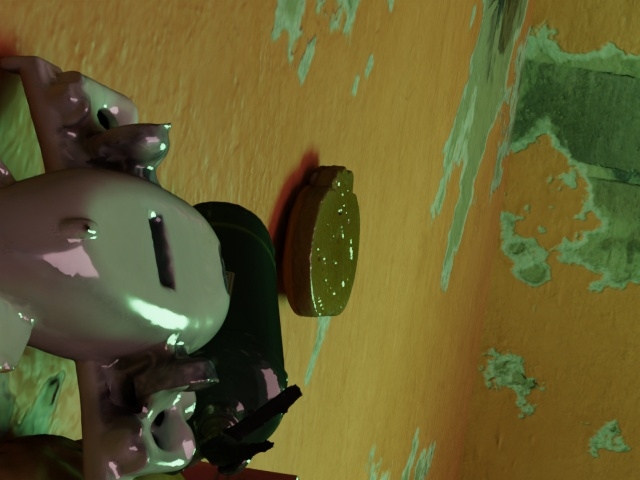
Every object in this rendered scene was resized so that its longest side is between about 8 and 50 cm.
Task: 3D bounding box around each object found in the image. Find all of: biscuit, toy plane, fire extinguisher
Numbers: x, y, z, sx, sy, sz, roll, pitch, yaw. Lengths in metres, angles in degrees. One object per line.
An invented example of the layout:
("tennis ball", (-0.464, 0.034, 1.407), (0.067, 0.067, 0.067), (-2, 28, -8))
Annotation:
("biscuit", (-0.004, 0.000, 1.295), (0.170, 0.050, 0.170), (5, 90, -73))
("toy plane", (-0.130, 0.017, 0.655), (0.245, 0.117, 0.244), (-16, 90, -72))
("fire extinguisher", (-0.068, 0.074, 0.822), (0.093, 0.118, 0.294), (51, 12, -23))

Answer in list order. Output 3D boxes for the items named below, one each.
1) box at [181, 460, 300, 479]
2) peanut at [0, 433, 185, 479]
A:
("box", (-0.067, 0.255, 1.157), (0.156, 0.111, 0.060), (77, 23, -62))
("peanut", (-0.148, 0.189, 0.749), (0.313, 0.149, 0.149), (49, 56, -79))
